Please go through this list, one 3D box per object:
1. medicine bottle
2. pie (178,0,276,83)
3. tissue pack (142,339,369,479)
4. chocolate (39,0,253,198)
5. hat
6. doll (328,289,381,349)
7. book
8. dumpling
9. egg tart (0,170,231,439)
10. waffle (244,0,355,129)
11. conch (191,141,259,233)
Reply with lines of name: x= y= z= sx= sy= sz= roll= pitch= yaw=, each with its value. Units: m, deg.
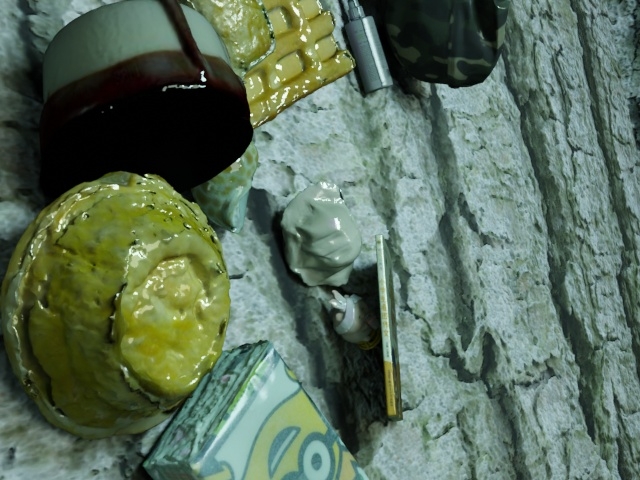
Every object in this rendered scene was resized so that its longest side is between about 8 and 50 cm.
medicine bottle: x=0.081 y=-0.379 z=1.743 sx=0.057 sy=0.057 sz=0.199 roll=-26 pitch=100 yaw=-51
pie: x=-0.155 y=-0.361 z=1.328 sx=0.128 sy=0.068 sz=0.282 roll=-46 pitch=120 yaw=-32
tissue pack: x=-0.073 y=0.328 z=1.284 sx=0.311 sy=0.128 sz=0.228 roll=57 pitch=44 yaw=-23
chocolate: x=-0.233 y=-0.184 z=1.167 sx=0.283 sy=0.283 sz=0.186 roll=4 pitch=55 yaw=-50
hat: x=0.140 y=-0.453 z=1.742 sx=0.381 sy=0.366 sz=0.257 roll=14 pitch=96 yaw=-21
doll: x=0.061 y=0.131 z=1.545 sx=0.127 sy=0.084 sz=0.073 roll=50 pitch=58 yaw=-38
book: x=0.116 y=0.155 z=1.575 sx=0.208 sy=0.020 sz=0.295 roll=56 pitch=30 yaw=-75
dumpling: x=0.000 y=0.000 z=1.504 sx=0.127 sy=0.108 sz=0.188 roll=-26 pitch=119 yaw=-28
egg tart: x=-0.212 y=0.085 z=1.129 sx=0.345 sy=0.132 sz=0.345 roll=-10 pitch=102 yaw=-52
waffle: x=-0.114 y=-0.368 z=1.456 sx=0.304 sy=0.077 sz=0.348 roll=-35 pitch=108 yaw=-40
conch: x=-0.143 y=-0.097 z=1.350 sx=0.116 sy=0.106 sz=0.173 roll=-35 pitch=127 yaw=-70
